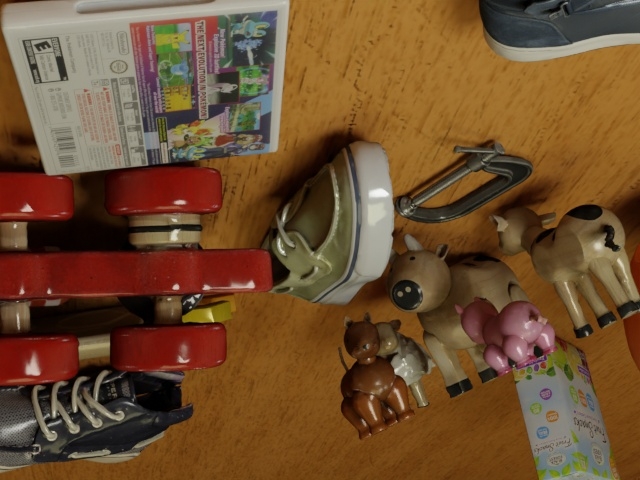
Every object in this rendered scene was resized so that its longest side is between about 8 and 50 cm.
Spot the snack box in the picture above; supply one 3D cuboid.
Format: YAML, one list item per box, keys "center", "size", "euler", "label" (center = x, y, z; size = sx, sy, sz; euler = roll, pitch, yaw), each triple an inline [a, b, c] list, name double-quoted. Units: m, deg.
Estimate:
- center: [0.349, 0.249, 1.651]
  size: [0.070, 0.207, 0.174]
  euler: [-22, 155, 26]
  label: "snack box"

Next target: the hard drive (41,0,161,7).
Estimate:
- center: [-0.127, -0.147, 0.786]
  size: [0.094, 0.022, 0.135]
  euler: [-11, 157, 3]
  label: "hard drive"

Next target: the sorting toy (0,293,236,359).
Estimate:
- center: [-0.238, 0.103, 1.184]
  size: [0.307, 0.041, 0.229]
  euler: [-8, -175, -4]
  label: "sorting toy"

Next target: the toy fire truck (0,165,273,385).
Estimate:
- center: [-0.207, 0.028, 1.026]
  size: [0.302, 0.169, 0.254]
  euler: [-2, 180, -16]
  label: "toy fire truck"

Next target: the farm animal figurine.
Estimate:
- center: [0.158, 0.060, 1.201]
  size: [0.330, 0.172, 0.327]
  euler: [-27, 170, 10]
  label: "farm animal figurine"

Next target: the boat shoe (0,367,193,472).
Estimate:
- center: [-0.315, 0.204, 1.419]
  size: [0.158, 0.127, 0.340]
  euler: [-34, 155, 32]
  label: "boat shoe"

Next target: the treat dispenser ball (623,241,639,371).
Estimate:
- center: [0.457, 0.069, 1.177]
  size: [0.288, 0.288, 0.288]
  euler: [-8, 157, -4]
  label: "treat dispenser ball"

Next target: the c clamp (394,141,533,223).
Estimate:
- center: [0.131, -0.054, 1.109]
  size: [0.137, 0.022, 0.160]
  euler: [-1, 156, -36]
  label: "c clamp"

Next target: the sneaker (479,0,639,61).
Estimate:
- center: [0.205, -0.191, 0.737]
  size: [0.226, 0.086, 0.163]
  euler: [-14, 159, 12]
  label: "sneaker"

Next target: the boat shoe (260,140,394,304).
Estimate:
- center: [0.000, 0.000, 1.073]
  size: [0.094, 0.109, 0.302]
  euler: [-3, 159, -11]
  label: "boat shoe"

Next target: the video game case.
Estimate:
- center: [-0.118, -0.110, 0.818]
  size: [0.183, 0.023, 0.201]
  euler: [-6, 156, -8]
  label: "video game case"
